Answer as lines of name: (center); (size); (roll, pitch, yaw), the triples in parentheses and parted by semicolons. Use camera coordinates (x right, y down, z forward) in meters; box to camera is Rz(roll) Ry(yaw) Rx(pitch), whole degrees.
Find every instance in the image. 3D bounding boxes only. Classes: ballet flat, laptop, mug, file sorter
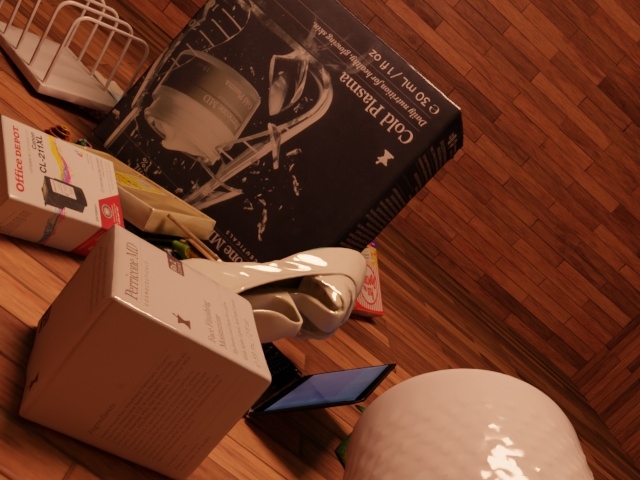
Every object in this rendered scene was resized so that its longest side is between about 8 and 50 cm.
ballet flat: (-0.048, 0.091, 0.938); (0.400, 0.139, 0.139); (0, 40, -46)
laptop: (-0.050, 0.153, 0.963); (0.264, 0.137, 0.234); (44, 12, 12)
mug: (0.167, 0.373, 0.661); (0.328, 0.276, 0.374); (-76, 148, -65)
file sorter: (-0.508, -0.414, 1.350); (0.278, 0.173, 0.192); (46, 20, 29)

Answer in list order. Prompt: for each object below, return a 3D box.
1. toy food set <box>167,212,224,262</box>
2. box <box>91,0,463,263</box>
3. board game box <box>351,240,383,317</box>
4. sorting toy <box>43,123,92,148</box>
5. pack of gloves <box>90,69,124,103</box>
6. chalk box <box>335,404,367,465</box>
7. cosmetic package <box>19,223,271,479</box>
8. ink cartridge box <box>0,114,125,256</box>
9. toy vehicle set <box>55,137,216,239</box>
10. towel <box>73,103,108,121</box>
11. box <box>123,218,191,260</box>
toy food set: (-0.161, 0.044, 1.000); (0.132, 0.038, 0.192); (37, -8, 32)
box: (-0.065, -0.190, 1.259); (0.480, 0.472, 0.297); (44, 7, 12)
board game box: (0.094, 0.084, 1.621); (0.146, 0.045, 0.194); (21, 60, -58)
sorting toy: (-0.423, -0.169, 1.145); (0.061, 0.042, 0.102); (49, 14, 30)
pack of gloves: (-0.442, -0.342, 1.678); (0.232, 0.046, 0.195); (48, 15, 26)
chalk box: (0.126, 0.313, 0.963); (0.132, 0.132, 0.213); (30, 17, -44)
cosmetic package: (-0.175, 0.113, 0.678); (0.183, 0.151, 0.151); (35, 13, -29)
ink cartridge box: (-0.350, -0.064, 0.859); (0.175, 0.072, 0.128); (24, 42, -55)
toy vehicle set: (-0.312, -0.084, 1.056); (0.266, 0.035, 0.166); (31, 8, 23)
towel: (-0.485, -0.302, 1.448); (0.197, 0.029, 0.144); (33, 14, -35)
box: (-0.243, 0.025, 1.034); (0.184, 0.045, 0.190); (47, 12, 14)
